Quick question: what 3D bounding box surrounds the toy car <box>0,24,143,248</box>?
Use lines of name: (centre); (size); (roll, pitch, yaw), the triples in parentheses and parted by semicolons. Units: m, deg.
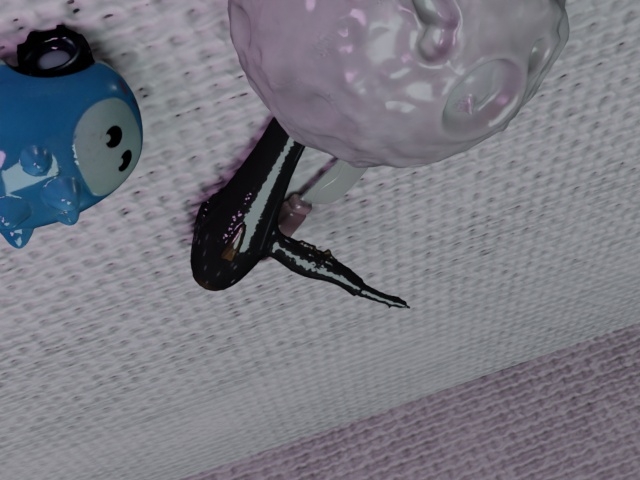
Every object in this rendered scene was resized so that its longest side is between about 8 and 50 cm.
toy car: (-0.319, -0.095, 0.815); (0.255, 0.190, 0.188); (-17, 146, -9)

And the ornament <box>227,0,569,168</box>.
ornament: (0.076, -0.227, 0.728); (0.337, 0.337, 0.337); (-14, 147, -10)

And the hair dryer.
hair dryer: (0.000, 0.000, 1.112); (0.360, 0.120, 0.303); (27, 118, -15)

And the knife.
knife: (0.003, -0.072, 1.159); (0.336, 0.043, 0.081); (-40, 143, 24)
